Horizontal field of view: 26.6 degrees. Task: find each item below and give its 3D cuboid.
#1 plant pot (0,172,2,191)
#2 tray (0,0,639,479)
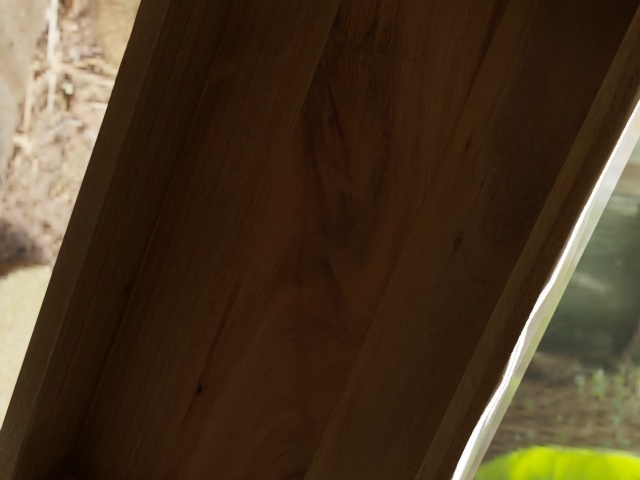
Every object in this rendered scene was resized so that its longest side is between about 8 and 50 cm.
[{"bbox_3d":[-0.345,-0.129,0.795,0.334,0.334,0.305,-55,130,-66],"label":"plant pot"},{"bbox_3d":[0.000,0.000,0.587,0.076,0.203,0.411,-24,140,-62],"label":"tray"}]
